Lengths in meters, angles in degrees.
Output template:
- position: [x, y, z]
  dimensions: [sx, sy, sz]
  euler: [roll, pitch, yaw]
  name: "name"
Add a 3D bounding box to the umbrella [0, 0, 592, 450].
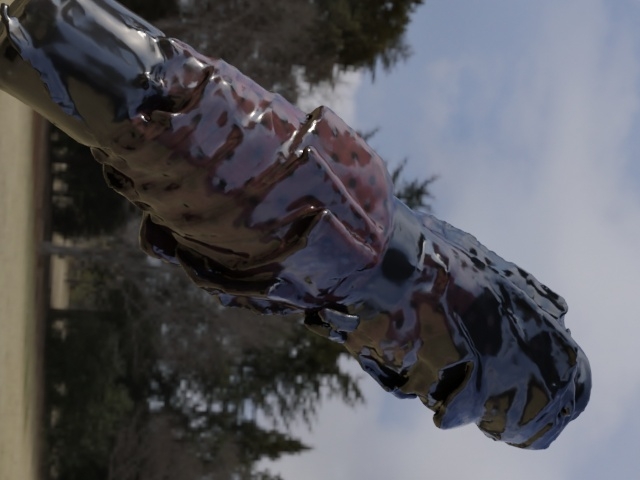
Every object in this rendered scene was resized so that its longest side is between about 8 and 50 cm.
- position: [0.000, 0.000, 0.448]
  dimensions: [0.090, 0.326, 0.094]
  euler: [-14, -131, 53]
  name: "umbrella"
